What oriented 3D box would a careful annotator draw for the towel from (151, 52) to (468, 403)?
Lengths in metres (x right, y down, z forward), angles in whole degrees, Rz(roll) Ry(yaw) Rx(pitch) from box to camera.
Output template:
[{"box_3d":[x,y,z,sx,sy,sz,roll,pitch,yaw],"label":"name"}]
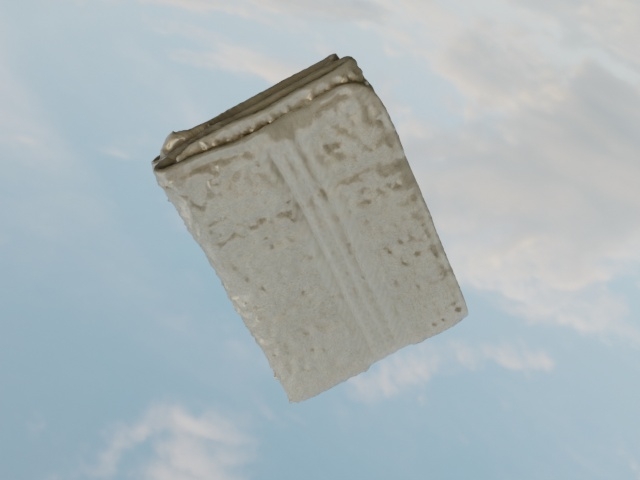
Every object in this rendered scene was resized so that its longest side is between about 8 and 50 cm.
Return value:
[{"box_3d":[0.000,0.000,0.720,0.187,0.282,0.049,-26,-149,-1],"label":"towel"}]
